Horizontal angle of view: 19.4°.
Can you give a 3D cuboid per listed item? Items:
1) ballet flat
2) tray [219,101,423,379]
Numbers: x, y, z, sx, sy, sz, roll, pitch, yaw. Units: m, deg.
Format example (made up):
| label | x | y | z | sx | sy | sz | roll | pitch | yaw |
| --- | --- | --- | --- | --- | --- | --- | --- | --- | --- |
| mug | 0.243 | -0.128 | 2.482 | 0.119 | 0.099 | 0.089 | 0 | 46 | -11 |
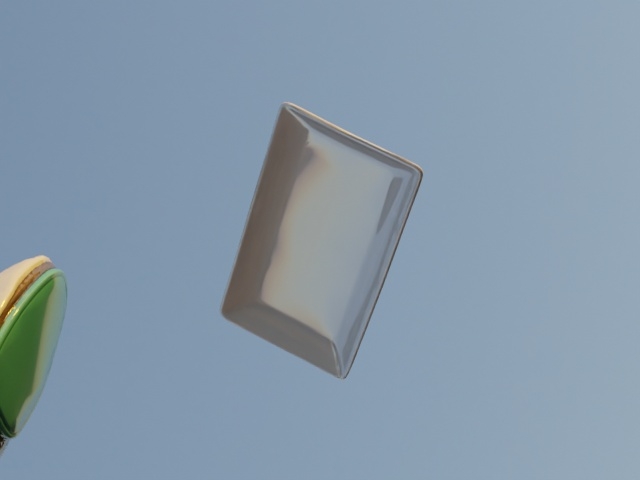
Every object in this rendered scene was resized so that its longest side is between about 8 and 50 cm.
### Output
| label | x | y | z | sx | sy | sz | roll | pitch | yaw |
| --- | --- | --- | --- | --- | --- | --- | --- | --- | --- |
| ballet flat | -0.335 | 0.164 | 1.666 | 0.139 | 0.139 | 0.400 | 68 | -154 | -45 |
| tray | 0.000 | 0.000 | 1.748 | 0.030 | 0.145 | 0.270 | -52 | -15 | -50 |
